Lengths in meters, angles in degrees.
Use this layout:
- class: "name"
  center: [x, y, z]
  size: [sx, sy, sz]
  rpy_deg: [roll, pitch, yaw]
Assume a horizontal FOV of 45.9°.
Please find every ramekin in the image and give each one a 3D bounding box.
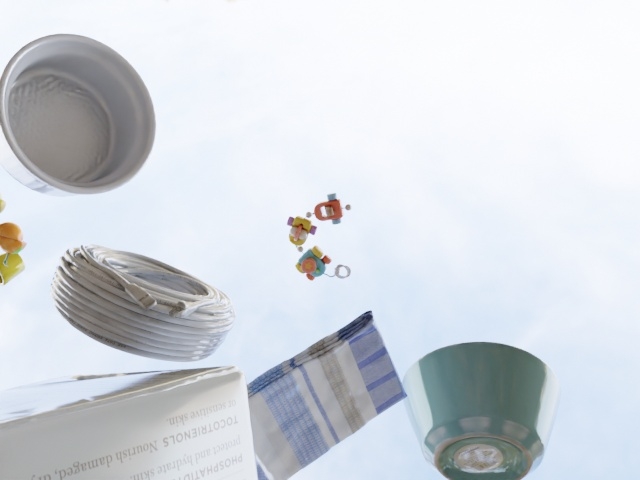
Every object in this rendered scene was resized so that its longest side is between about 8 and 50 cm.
- class: "ramekin"
  center: [-0.443, -0.207, 1.326]
  size: [0.135, 0.277, 0.277]
  rpy_deg: [-10, -157, 49]

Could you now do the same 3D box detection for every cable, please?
- class: "cable"
  center: [-0.244, 0.084, 1.061]
  size: [0.257, 0.089, 0.257]
  rpy_deg: [23, -175, 29]

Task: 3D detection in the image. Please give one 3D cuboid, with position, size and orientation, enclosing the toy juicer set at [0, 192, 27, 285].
- class: "toy juicer set"
  center: [-0.750, -0.068, 1.614]
  size: [0.089, 0.209, 0.329]
  rpy_deg: [-35, -96, -38]

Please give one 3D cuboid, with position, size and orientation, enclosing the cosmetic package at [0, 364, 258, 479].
- class: "cosmetic package"
  center: [-0.277, 0.354, 0.779]
  size: [0.329, 0.393, 0.327]
  rpy_deg: [-9, 177, 35]

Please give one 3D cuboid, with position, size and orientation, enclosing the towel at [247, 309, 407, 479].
- class: "towel"
  center: [-0.010, 0.246, 1.114]
  size: [0.285, 0.209, 0.034]
  rpy_deg: [-31, -143, -12]

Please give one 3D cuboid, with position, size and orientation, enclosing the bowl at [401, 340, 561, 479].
- class: "bowl"
  center: [0.307, 0.354, 1.438]
  size: [0.311, 0.311, 0.163]
  rpy_deg: [3, -139, 5]

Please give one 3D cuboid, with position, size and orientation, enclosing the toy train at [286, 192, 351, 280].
- class: "toy train"
  center: [0.000, 0.000, 1.393]
  size: [0.125, 0.166, 0.046]
  rpy_deg: [-5, -166, 12]
